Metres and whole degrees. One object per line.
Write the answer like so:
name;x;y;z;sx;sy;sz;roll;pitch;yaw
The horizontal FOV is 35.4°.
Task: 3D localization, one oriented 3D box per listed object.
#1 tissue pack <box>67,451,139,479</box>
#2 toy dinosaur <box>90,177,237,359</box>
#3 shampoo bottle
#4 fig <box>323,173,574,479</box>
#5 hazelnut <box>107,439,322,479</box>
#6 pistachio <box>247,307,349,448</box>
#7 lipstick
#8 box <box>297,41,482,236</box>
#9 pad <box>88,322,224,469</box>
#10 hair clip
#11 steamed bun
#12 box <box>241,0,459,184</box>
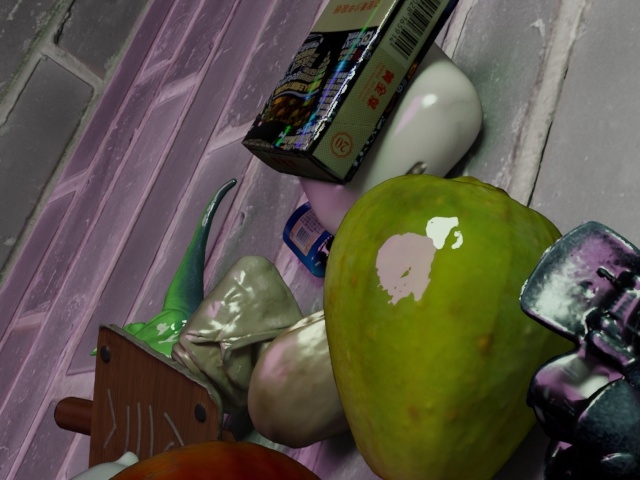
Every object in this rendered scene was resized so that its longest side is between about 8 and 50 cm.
tissue pack;-0.294;0.426;1.277;0.333;0.229;0.236;-39;14;47
toy dinosaur;-0.194;0.126;1.592;0.374;0.144;0.500;15;78;56
shampoo bottle;0.000;0.000;1.510;0.087;0.050;0.183;-51;27;3
fig;0.126;0.096;1.005;0.258;0.258;0.326;-7;72;55
hazelnut;-0.120;0.395;0.966;0.409;0.359;0.359;-55;27;2
pistachio;0.016;0.156;1.225;0.237;0.153;0.138;-31;36;-11
lipstick;-0.265;0.275;1.461;0.356;0.057;0.057;3;61;40
box;0.081;-0.167;1.464;0.289;0.141;0.349;-48;28;15
pad;-0.233;0.285;1.373;0.284;0.018;0.287;23;113;41
hair clip;0.283;0.088;0.789;0.310;0.206;0.194;-53;31;1
steamed bun;-0.097;0.152;1.393;0.144;0.211;0.218;33;66;21
box;0.038;-0.232;1.364;0.310;0.084;0.198;-59;29;-8
